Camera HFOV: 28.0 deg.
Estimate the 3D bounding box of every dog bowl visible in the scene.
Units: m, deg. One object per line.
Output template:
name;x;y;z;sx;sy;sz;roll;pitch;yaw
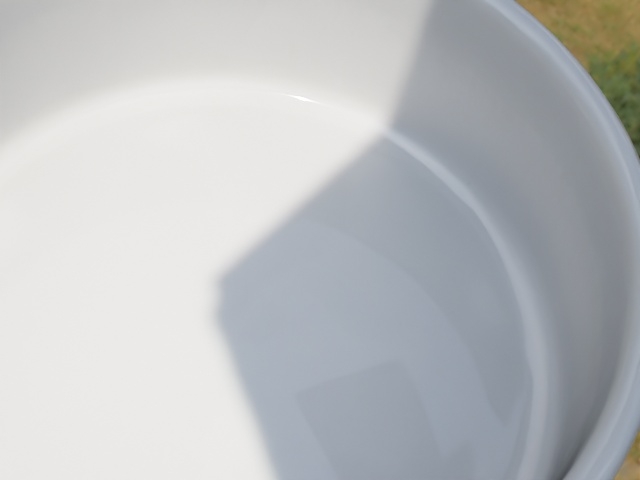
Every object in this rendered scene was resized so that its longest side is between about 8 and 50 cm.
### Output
dog bowl;-0.032;0.020;0.420;0.264;0.104;0.265;2;60;-3
